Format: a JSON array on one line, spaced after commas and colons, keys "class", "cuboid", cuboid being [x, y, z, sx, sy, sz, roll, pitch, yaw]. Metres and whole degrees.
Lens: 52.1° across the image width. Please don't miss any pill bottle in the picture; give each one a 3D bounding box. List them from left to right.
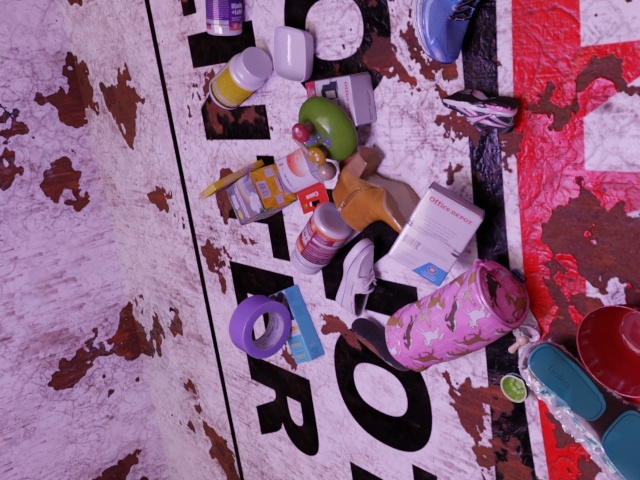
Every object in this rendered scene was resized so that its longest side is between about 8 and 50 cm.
[{"class": "pill bottle", "cuboid": [-0.281, -0.703, 1.903, 0.108, 0.108, 0.193, 29, 128, 41]}, {"class": "pill bottle", "cuboid": [-0.236, -0.481, 1.939, 0.208, 0.119, 0.119, -22, 88, 54]}, {"class": "pill bottle", "cuboid": [0.000, 0.000, 1.861, 0.121, 0.121, 0.221, 56, 141, 18]}]

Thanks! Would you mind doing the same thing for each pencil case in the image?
[{"class": "pencil case", "cuboid": [0.306, 0.183, 1.534, 0.160, 0.167, 0.386, 34, 142, -10]}]

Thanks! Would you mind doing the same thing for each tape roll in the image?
[{"class": "tape roll", "cuboid": [-0.189, 0.272, 2.064, 0.080, 0.189, 0.189, 18, 120, 47]}]

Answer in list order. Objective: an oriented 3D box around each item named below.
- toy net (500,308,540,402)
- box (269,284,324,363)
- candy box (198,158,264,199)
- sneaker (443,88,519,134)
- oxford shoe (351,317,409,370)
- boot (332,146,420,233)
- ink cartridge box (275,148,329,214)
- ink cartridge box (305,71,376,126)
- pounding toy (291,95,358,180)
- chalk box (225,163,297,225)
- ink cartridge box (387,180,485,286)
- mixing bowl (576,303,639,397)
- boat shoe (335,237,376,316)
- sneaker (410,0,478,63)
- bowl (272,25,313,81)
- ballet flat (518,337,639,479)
[{"class": "toy net", "cuboid": [0.463, 0.259, 1.462, 0.122, 0.045, 0.232, 12, 115, 49]}, {"class": "box", "cuboid": [-0.078, 0.274, 2.135, 0.100, 0.060, 0.244, -26, 85, 53]}, {"class": "candy box", "cuboid": [-0.277, -0.191, 2.050, 0.027, 0.206, 0.105, 58, 143, -2]}, {"class": "sneaker", "cuboid": [0.331, -0.264, 1.372, 0.178, 0.072, 0.077, 31, 139, 47]}, {"class": "oxford shoe", "cuboid": [0.180, 0.297, 1.833, 0.212, 0.076, 0.076, 37, 162, 33]}, {"class": "boot", "cuboid": [0.144, -0.076, 1.680, 0.295, 0.104, 0.211, 58, 148, 21]}, {"class": "ink cartridge box", "cuboid": [-0.054, -0.170, 1.917, 0.145, 0.045, 0.179, -17, 90, 54]}, {"class": "ink cartridge box", "cuboid": [0.051, -0.356, 1.674, 0.175, 0.072, 0.127, 7, 111, 50]}, {"class": "pounding toy", "cuboid": [-0.016, -0.247, 1.672, 0.183, 0.110, 0.237, 44, 151, 6]}, {"class": "chalk box", "cuboid": [-0.195, -0.136, 2.037, 0.213, 0.132, 0.132, -24, 88, 54]}, {"class": "ink cartridge box", "cuboid": [0.262, -0.015, 1.479, 0.140, 0.082, 0.190, 32, 113, 8]}, {"class": "mixing bowl", "cuboid": [0.589, 0.190, 1.228, 0.181, 0.098, 0.181, 25, 125, 42]}, {"class": "boat shoe", "cuboid": [0.110, 0.109, 1.798, 0.088, 0.096, 0.267, 42, 136, 26]}, {"class": "sneaker", "cuboid": [0.277, -0.506, 1.276, 0.147, 0.130, 0.330, 35, 131, 41]}, {"class": "bowl", "cuboid": [-0.068, -0.506, 1.771, 0.142, 0.053, 0.142, 27, 126, 41]}, {"class": "ballet flat", "cuboid": [0.567, 0.369, 1.333, 0.409, 0.147, 0.147, 50, 139, 20]}]
